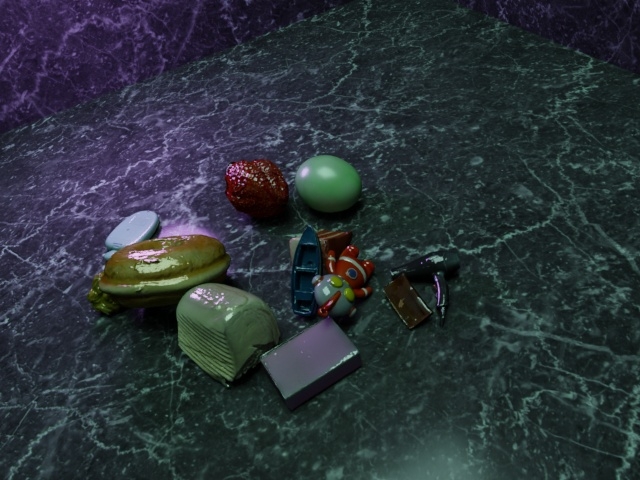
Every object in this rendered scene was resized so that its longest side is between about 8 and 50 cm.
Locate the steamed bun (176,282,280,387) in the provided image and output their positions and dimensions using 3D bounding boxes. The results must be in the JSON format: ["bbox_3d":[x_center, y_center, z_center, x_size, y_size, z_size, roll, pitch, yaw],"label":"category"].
[{"bbox_3d":[-0.277,0.251,1.676,0.290,0.273,0.272,19,36,26],"label":"steamed bun"}]

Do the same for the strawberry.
[{"bbox_3d":[-0.243,-0.197,2.119,0.288,0.238,0.250,32,39,27],"label":"strawberry"}]

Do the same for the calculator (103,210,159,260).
[{"bbox_3d":[-0.788,-0.024,2.221,0.184,0.042,0.295,7,46,22],"label":"calculator"}]

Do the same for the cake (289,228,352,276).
[{"bbox_3d":[0.000,0.000,1.903,0.158,0.160,0.262,3,44,22],"label":"cake"}]

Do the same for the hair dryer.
[{"bbox_3d":[0.347,0.157,1.710,0.235,0.091,0.272,-15,46,13],"label":"hair dryer"}]

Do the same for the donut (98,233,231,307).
[{"bbox_3d":[-0.525,0.101,1.825,0.449,0.198,0.449,-7,12,2],"label":"donut"}]

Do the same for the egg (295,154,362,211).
[{"bbox_3d":[0.031,-0.218,2.080,0.269,0.220,0.220,22,53,21],"label":"egg"}]

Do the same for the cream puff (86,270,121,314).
[{"bbox_3d":[-0.767,0.185,1.929,0.156,0.156,0.121,-38,30,-24],"label":"cream puff"}]

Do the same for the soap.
[{"bbox_3d":[-0.029,0.358,1.589,0.259,0.081,0.181,-29,45,-17],"label":"soap"}]

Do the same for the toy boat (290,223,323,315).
[{"bbox_3d":[-0.038,0.096,1.755,0.096,0.062,0.299,4,89,26],"label":"toy boat"}]

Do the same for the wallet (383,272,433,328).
[{"bbox_3d":[0.274,0.193,1.695,0.095,0.026,0.176,-39,52,6],"label":"wallet"}]

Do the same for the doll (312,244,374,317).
[{"bbox_3d":[0.070,0.138,1.712,0.200,0.105,0.336,46,40,-3],"label":"doll"}]
